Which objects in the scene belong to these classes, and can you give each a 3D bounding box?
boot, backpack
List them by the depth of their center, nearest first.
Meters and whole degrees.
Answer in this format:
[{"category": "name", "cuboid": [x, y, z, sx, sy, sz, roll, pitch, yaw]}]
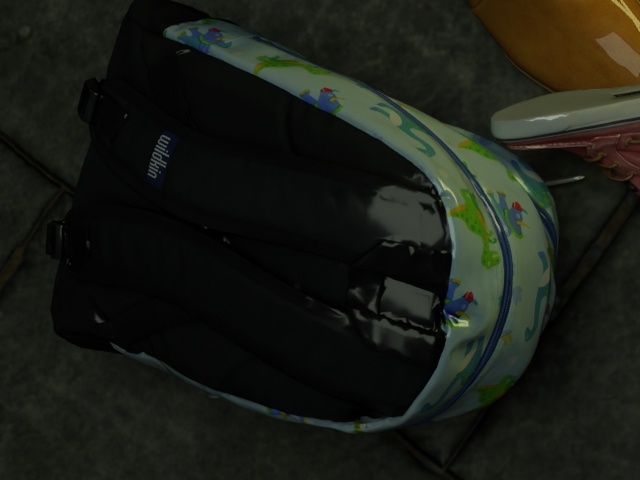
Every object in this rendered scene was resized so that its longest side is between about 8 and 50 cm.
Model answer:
[{"category": "backpack", "cuboid": [0.000, 0.000, 1.335, 0.355, 0.273, 0.290, 22, 100, 49]}, {"category": "boot", "cuboid": [0.131, -0.217, 1.343, 0.104, 0.211, 0.295, -45, 69, 9]}]

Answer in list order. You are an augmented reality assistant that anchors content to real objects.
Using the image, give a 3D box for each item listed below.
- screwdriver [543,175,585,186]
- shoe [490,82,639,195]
[{"category": "screwdriver", "cuboid": [0.123, -0.032, 1.411, 0.169, 0.024, 0.025, -6, 49, 23]}, {"category": "shoe", "cuboid": [0.217, -0.069, 1.335, 0.178, 0.063, 0.081, -9, 109, -3]}]
